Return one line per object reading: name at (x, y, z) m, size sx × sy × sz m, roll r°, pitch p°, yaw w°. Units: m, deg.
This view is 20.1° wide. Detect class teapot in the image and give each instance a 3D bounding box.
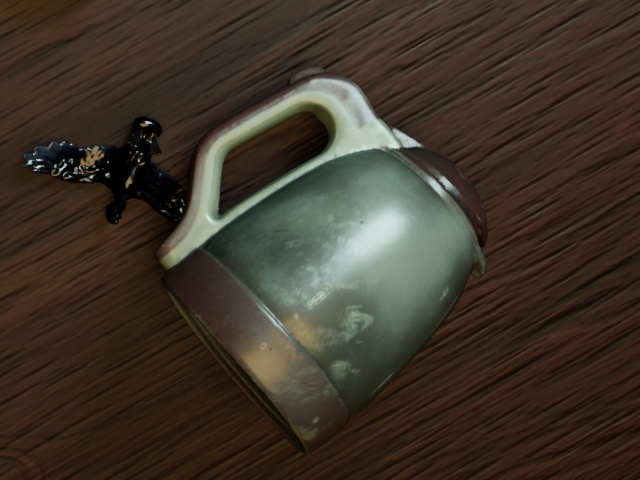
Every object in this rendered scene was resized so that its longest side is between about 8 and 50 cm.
teapot at (0.000, 0.000, 1.822) m, size 0.312 × 0.233 × 0.315 m, roll -40°, pitch 93°, yaw -10°

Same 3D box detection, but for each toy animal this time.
toy animal at (-0.194, -0.068, 1.843) m, size 0.220 × 0.062 × 0.108 m, roll 17°, pitch 117°, yaw -16°
